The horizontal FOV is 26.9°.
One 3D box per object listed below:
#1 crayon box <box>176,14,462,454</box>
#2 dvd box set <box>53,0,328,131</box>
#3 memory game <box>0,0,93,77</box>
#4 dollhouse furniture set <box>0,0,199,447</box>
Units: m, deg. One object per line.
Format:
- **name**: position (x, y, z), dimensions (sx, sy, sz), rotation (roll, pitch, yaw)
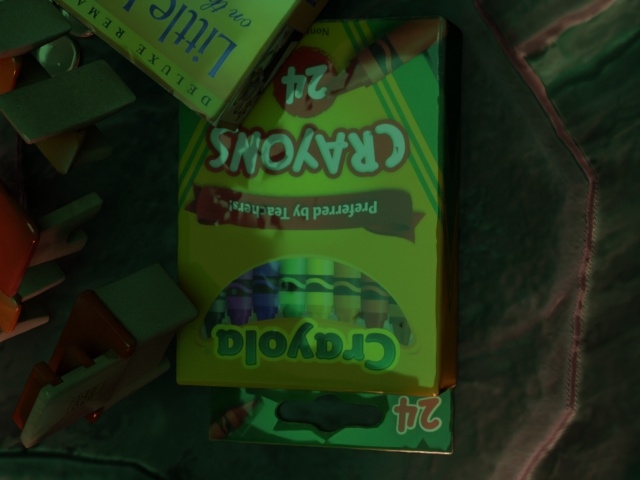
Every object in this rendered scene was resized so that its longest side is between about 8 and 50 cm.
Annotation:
- **crayon box**: position (0.000, 0.000, 0.986), dimensions (0.202, 0.081, 0.318), rotation (0, 90, 16)
- **dvd box set**: position (-0.059, -0.333, 0.931), dimensions (0.307, 0.062, 0.420), rotation (38, 99, 13)
- **memory game**: position (-0.259, -0.205, 1.098), dimensions (0.186, 0.012, 0.186), rotation (0, 90, 16)
- **dollhouse furniture set**: position (-0.220, 0.003, 0.948), dimensions (0.259, 0.135, 0.262), rotation (48, 137, 16)
